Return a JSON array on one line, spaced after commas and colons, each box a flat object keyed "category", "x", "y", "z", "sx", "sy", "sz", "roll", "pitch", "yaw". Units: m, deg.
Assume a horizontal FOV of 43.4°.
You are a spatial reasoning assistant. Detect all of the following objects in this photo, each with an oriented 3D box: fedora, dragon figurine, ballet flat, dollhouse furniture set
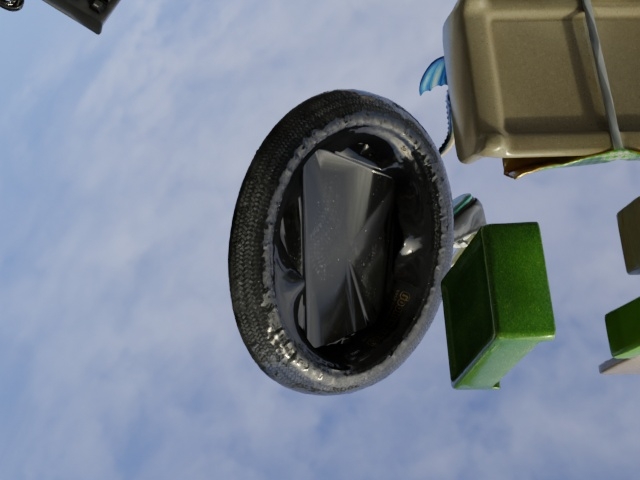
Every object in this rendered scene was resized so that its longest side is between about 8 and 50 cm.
[{"category": "fedora", "x": 0.000, "y": 0.000, "z": 0.914, "sx": 0.152, "sy": 0.334, "sz": 0.334, "roll": 8, "pitch": -111, "yaw": 54}, {"category": "dragon figurine", "x": 0.207, "y": -0.243, "z": 1.212, "sx": 0.085, "sy": 0.144, "sz": 0.289, "roll": -47, "pitch": 177, "yaw": -39}, {"category": "ballet flat", "x": 0.138, "y": 0.017, "z": 1.043, "sx": 0.203, "sy": 0.074, "sz": 0.074, "roll": -34, "pitch": -136, "yaw": -18}, {"category": "dollhouse furniture set", "x": 0.203, "y": -0.044, "z": 0.657, "sx": 0.198, "sy": 0.151, "sz": 0.301, "roll": -1, "pitch": -111, "yaw": -3}]

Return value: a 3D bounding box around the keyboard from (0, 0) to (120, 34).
[{"category": "keyboard", "x": -0.232, "y": -0.225, "z": 0.605, "sx": 0.108, "sy": 0.180, "sz": 0.023, "roll": -60, "pitch": -175, "yaw": -12}]
